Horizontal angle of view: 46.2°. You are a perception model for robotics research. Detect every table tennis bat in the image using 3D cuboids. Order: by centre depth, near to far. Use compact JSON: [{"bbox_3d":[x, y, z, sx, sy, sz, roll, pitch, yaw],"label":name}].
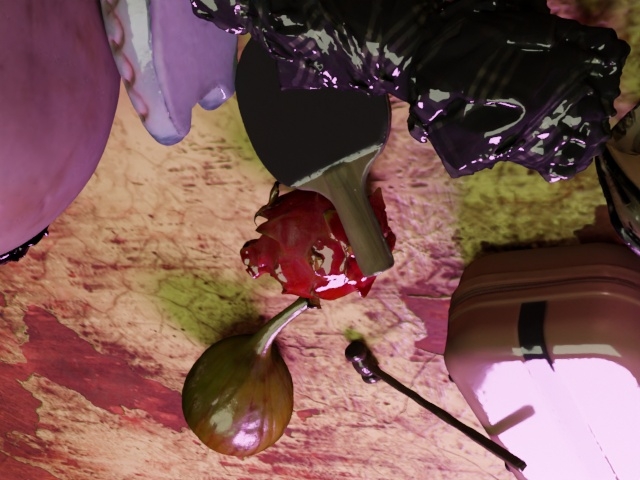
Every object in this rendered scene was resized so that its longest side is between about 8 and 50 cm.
[{"bbox_3d":[0.007,-0.085,0.670,0.138,0.022,0.246,-23,91,25],"label":"table tennis bat"}]

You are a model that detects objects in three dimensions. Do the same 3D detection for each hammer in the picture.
[{"bbox_3d":[0.121,0.184,0.841,0.058,0.029,0.292,53,164,-30],"label":"hammer"}]

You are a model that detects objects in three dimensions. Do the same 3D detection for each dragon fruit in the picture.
[{"bbox_3d":[0.000,0.000,0.766,0.166,0.133,0.136,-17,83,27],"label":"dragon fruit"}]

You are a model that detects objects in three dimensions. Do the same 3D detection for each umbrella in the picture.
[{"bbox_3d":[0.056,-0.134,0.584,0.337,0.154,0.128,9,175,9],"label":"umbrella"}]

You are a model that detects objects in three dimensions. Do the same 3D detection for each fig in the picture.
[{"bbox_3d":[-0.083,0.167,0.945,0.151,0.151,0.259,28,132,-3],"label":"fig"}]

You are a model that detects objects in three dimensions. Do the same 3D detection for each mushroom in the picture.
[{"bbox_3d":[-0.327,-0.156,0.582,0.295,0.362,0.362,2,132,12],"label":"mushroom"}]

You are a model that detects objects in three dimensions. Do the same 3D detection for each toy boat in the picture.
[{"bbox_3d":[-0.133,-0.189,0.634,0.079,0.134,0.207,15,132,24],"label":"toy boat"}]

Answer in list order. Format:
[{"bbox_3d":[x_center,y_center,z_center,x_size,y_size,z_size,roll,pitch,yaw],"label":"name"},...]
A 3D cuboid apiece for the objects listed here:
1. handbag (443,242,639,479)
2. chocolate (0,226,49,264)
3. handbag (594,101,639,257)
[{"bbox_3d":[0.294,0.140,0.753,0.283,0.149,0.302,-14,122,31],"label":"handbag"},{"bbox_3d":[-0.389,-0.020,0.922,0.156,0.156,0.133,20,155,4],"label":"chocolate"},{"bbox_3d":[0.383,0.043,0.557,0.358,0.236,0.160,41,110,-15],"label":"handbag"}]
